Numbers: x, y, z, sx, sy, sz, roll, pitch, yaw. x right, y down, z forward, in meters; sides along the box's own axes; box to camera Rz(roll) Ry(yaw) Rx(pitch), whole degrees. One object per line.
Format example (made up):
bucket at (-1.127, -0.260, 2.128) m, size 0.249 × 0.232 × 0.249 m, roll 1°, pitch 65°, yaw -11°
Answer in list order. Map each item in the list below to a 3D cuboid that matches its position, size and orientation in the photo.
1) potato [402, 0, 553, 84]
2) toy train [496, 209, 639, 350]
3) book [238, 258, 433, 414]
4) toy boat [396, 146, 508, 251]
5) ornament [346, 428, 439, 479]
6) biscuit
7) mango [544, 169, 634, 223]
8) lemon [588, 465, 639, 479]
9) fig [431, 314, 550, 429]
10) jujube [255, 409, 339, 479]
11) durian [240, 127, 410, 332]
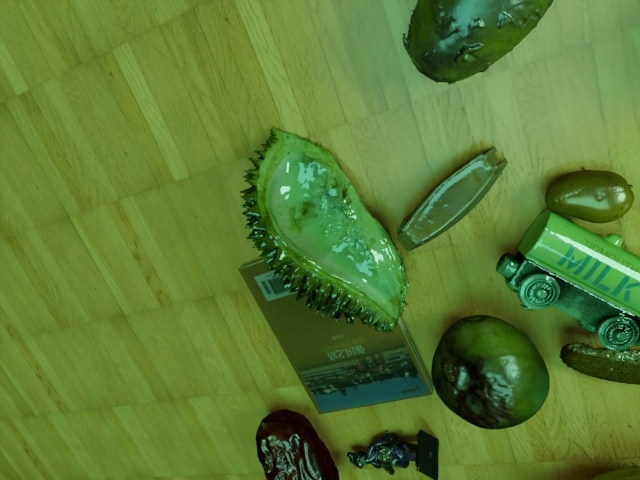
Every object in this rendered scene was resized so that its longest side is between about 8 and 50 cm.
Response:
potato at (0.212, -0.313, 0.601) m, size 0.149 × 0.113 × 0.251 m, roll 43°, pitch 119°, yaw -7°
toy train at (0.409, 0.058, 0.733) m, size 0.253 × 0.105 × 0.157 m, roll 29°, pitch 105°, yaw 3°
book at (0.030, 0.174, 0.934) m, size 0.262 × 0.028 × 0.374 m, roll -20°, pitch 107°, yaw 24°
toy boat at (0.203, -0.061, 0.747) m, size 0.206 × 0.072 × 0.064 m, roll -43°, pitch 82°, yaw 16°
ornament at (0.152, 0.456, 1.012) m, size 0.203 × 0.088 × 0.081 m, roll -26°, pitch 129°, yaw 38°
biscuit at (0.490, 0.204, 0.779) m, size 0.206 × 0.025 × 0.126 m, roll 11°, pitch 154°, yaw 8°
mango at (0.389, -0.063, 0.695) m, size 0.114 × 0.060 × 0.080 m, roll 1°, pitch 112°, yaw 21°
lemon at (0.550, 0.567, 0.779) m, size 0.387 × 0.350 × 0.350 m, roll -29°, pitch 103°, yaw 15°
fig at (0.291, 0.222, 0.804) m, size 0.191 × 0.181 × 0.181 m, roll 18°, pitch 122°, yaw -22°
jujube at (-0.052, 0.481, 1.041) m, size 0.155 × 0.155 × 0.230 m, roll -17°, pitch 99°, yaw 23°
durian at (-0.002, 0.003, 0.817) m, size 0.198 × 0.163 × 0.394 m, roll -40°, pitch 87°, yaw -15°
